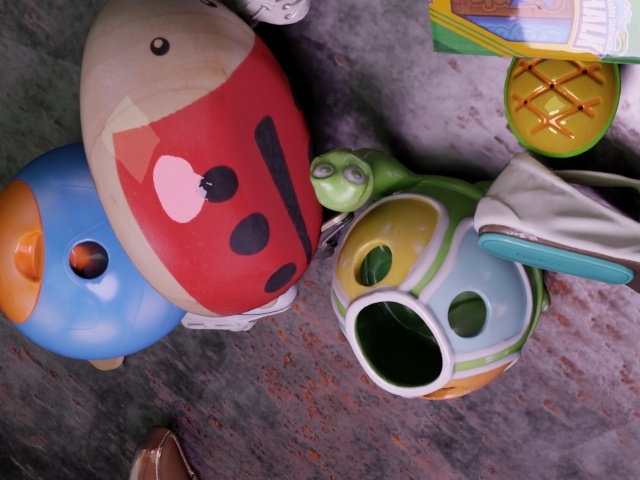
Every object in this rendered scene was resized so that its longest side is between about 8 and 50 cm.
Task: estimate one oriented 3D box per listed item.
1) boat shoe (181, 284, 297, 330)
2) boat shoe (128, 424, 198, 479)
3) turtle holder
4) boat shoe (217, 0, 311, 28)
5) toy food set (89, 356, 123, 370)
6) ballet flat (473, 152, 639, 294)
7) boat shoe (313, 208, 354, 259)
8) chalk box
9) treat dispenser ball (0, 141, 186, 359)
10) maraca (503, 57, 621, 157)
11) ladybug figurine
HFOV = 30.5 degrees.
[{"bbox_3d":[-0.116,0.086,1.630,0.226,0.083,0.075,1,129,39],"label":"boat shoe"},{"bbox_3d":[-0.214,0.426,1.840,0.120,0.122,0.324,7,127,18],"label":"boat shoe"},{"bbox_3d":[0.126,0.038,1.378,0.243,0.227,0.320,6,119,25],"label":"turtle holder"},{"bbox_3d":[-0.046,-0.292,1.322,0.096,0.098,0.277,43,168,-18],"label":"boat shoe"},{"bbox_3d":[-0.335,0.164,1.809,0.083,0.020,0.083,-14,108,32],"label":"toy food set"},{"bbox_3d":[0.368,0.006,1.287,0.400,0.139,0.139,20,125,-2],"label":"ballet flat"},{"bbox_3d":[0.000,0.000,1.533,0.049,0.056,0.152,47,136,-8],"label":"boat shoe"},{"bbox_3d":[0.263,-0.291,1.145,0.289,0.180,0.179,9,130,24],"label":"chalk box"},{"bbox_3d":[-0.293,0.013,1.541,0.288,0.288,0.288,12,121,21],"label":"treat dispenser ball"},{"bbox_3d":[0.264,-0.182,1.274,0.127,0.099,0.185,7,93,20],"label":"maraca"},{"bbox_3d":[-0.115,-0.092,1.373,0.162,0.305,0.449,5,135,32],"label":"ladybug figurine"}]
